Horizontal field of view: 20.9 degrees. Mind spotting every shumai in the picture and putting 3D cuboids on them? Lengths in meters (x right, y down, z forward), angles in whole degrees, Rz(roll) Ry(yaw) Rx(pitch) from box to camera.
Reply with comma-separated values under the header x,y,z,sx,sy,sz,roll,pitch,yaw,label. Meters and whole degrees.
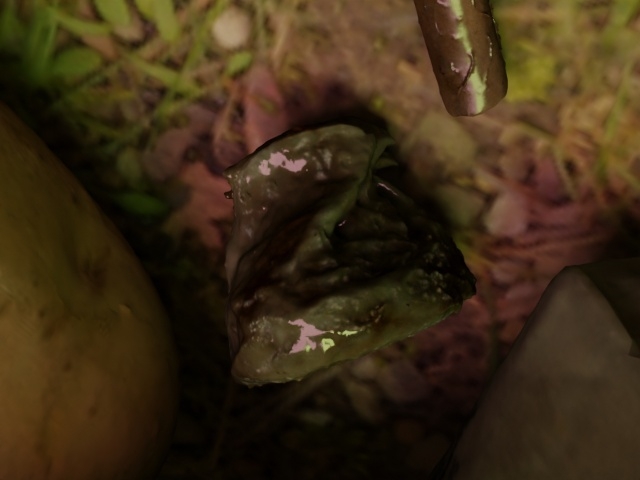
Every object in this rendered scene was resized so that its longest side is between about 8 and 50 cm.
x,y,z,sx,sy,sz,roll,pitch,yaw,label
0.001,0.000,0.660,0.099,0.124,0.087,-20,94,1,shumai

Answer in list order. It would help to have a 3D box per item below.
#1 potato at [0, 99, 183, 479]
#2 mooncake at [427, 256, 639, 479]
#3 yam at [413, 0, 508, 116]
x,y,z,sx,sy,sz,roll,pitch,yaw,label
-0.179,0.055,0.698,0.242,0.242,0.285,38,113,-7,potato
0.144,0.157,0.654,0.250,0.136,0.254,56,133,26,mooncake
0.038,-0.112,0.611,0.032,0.032,0.145,-6,120,23,yam
